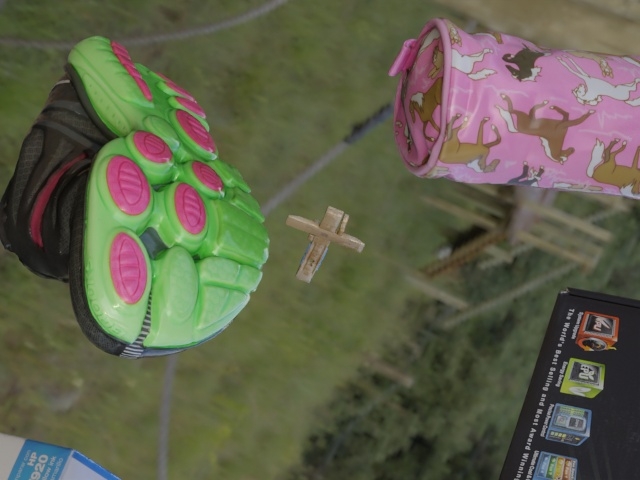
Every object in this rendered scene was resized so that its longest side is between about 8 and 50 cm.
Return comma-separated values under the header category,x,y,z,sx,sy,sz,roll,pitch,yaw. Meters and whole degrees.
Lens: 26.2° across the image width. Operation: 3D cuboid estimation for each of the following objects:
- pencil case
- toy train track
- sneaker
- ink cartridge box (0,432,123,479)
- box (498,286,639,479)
category,x,y,z,sx,sy,sz,roll,pitch,yaw
pencil case,0.265,-0.126,1.375,0.167,0.386,0.160,-145,-120,-72
toy train track,0.000,0.000,0.822,0.083,0.048,0.014,116,-6,-57
sneaker,-0.182,-0.016,1.245,0.202,0.185,0.483,-52,-156,15
ink cartridge box,-0.295,0.266,1.214,0.171,0.232,0.168,50,53,-53
box,0.280,0.238,1.005,0.097,0.318,0.395,76,32,-50
